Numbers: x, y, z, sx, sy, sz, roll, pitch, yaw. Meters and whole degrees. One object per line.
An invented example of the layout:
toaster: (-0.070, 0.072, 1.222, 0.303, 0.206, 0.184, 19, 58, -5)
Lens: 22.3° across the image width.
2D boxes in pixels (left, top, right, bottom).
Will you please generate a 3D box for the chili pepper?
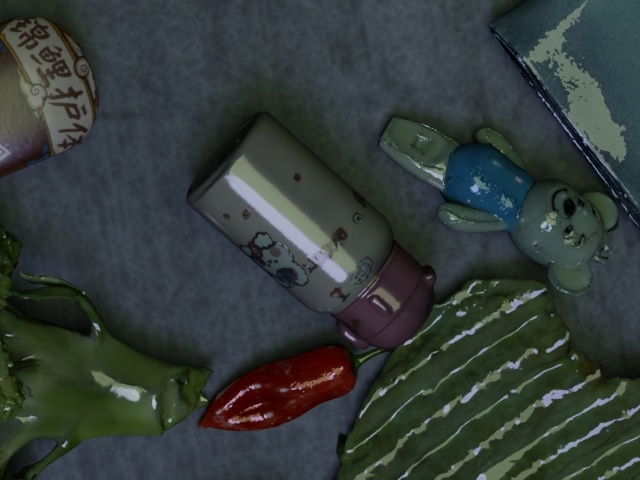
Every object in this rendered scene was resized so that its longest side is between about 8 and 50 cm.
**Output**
chili pepper: (-0.024, 0.130, 1.462, 0.191, 0.050, 0.059, -23, 117, 1)

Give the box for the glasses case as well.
glasses case: (-0.344, -0.089, 1.370, 0.321, 0.082, 0.122, -23, 96, -7)

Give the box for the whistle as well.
whistle: (0.162, -0.045, 1.465, 0.235, 0.077, 0.114, 30, 65, -3)

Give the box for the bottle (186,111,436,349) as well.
bottle: (0.000, 0.000, 1.424, 0.233, 0.110, 0.110, 42, 88, -12)

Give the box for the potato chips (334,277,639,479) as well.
potato chips: (0.192, 0.254, 1.489, 0.373, 0.097, 0.389, 28, 89, -10)

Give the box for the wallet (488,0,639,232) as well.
wallet: (0.331, -0.159, 1.491, 0.251, 0.054, 0.290, -41, 100, -6)

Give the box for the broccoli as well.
broccoli: (-0.267, 0.138, 1.354, 0.302, 0.186, 0.254, 34, 80, -5)
